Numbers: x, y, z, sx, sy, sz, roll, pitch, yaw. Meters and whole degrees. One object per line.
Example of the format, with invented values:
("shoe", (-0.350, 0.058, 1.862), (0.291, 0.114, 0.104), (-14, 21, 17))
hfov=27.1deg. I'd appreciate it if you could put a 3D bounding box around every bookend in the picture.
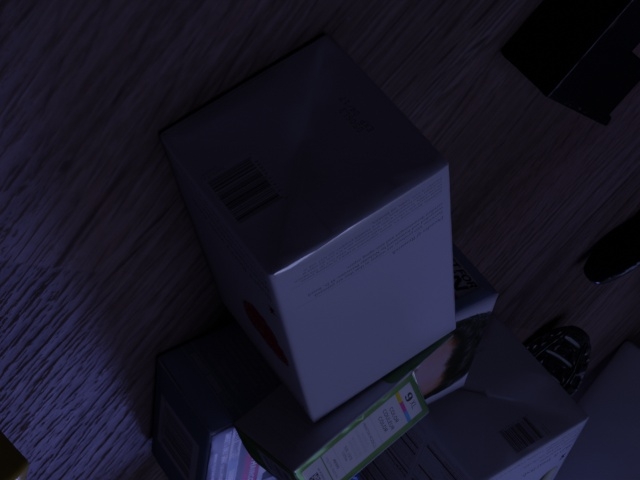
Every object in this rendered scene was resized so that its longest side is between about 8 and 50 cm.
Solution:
("bookend", (0.286, -0.208, 1.331), (0.157, 0.072, 0.156), (-50, 151, 18))

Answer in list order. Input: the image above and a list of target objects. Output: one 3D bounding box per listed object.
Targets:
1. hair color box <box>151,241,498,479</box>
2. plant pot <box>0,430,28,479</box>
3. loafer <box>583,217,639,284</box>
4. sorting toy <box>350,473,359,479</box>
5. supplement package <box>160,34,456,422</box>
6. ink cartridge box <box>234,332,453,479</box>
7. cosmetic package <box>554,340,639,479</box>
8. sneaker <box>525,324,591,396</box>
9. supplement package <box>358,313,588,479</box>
("hair color box", (0.004, 0.146, 1.470), (0.374, 0.113, 0.185), (-24, 148, -27))
("plant pot", (-0.322, 0.224, 1.242), (0.083, 0.081, 0.081), (-30, 153, -41))
("loafer", (0.436, 0.008, 1.834), (0.170, 0.062, 0.061), (-35, 156, -4))
("sorting toy", (0.026, 0.293, 1.774), (0.042, 0.061, 0.102), (20, 124, -28))
("supplement package", (0.000, 0.000, 1.186), (0.175, 0.177, 0.293), (-33, 150, -12))
("ink cartridge box", (0.031, 0.157, 1.308), (0.209, 0.109, 0.062), (-39, 127, -18))
("cosmetic package", (0.600, 0.425, 2.295), (0.329, 0.327, 0.394), (-52, 151, 1))
("sneaker", (0.315, 0.228, 1.994), (0.271, 0.100, 0.108), (-60, 170, 28))
("supplement package", (0.192, 0.280, 1.789), (0.199, 0.198, 0.262), (-25, 149, -29))
